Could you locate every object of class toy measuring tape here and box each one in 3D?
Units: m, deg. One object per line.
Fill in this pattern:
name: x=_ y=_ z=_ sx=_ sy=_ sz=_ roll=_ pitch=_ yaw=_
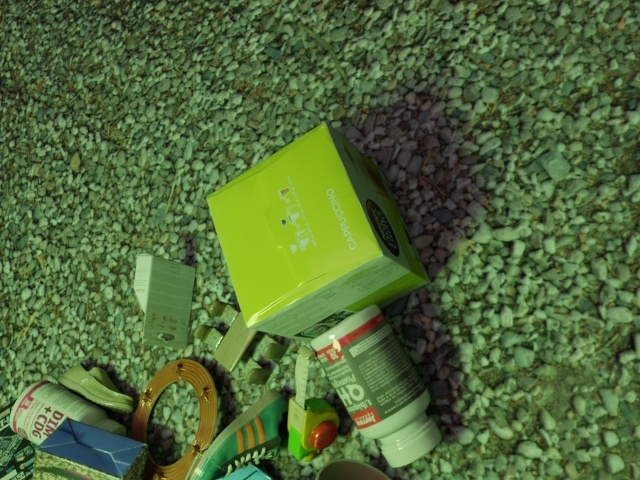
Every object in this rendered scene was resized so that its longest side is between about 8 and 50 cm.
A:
toy measuring tape: x=-0.009 y=0.369 z=1.455 sx=0.121 sy=0.121 sz=0.330 roll=21 pitch=120 yaw=30

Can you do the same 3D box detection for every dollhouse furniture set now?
dollhouse furniture set: x=-0.197 y=0.209 z=1.613 sx=0.212 sy=0.161 sz=0.242 roll=33 pitch=92 yaw=30

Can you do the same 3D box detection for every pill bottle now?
pill bottle: x=0.126 y=0.313 z=1.383 sx=0.176 sy=0.176 sz=0.319 roll=-33 pitch=83 yaw=16
pill bottle: x=-0.691 y=0.512 z=1.763 sx=0.283 sy=0.160 sz=0.161 roll=21 pitch=86 yaw=15

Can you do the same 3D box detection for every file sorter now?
file sorter: x=-0.222 y=0.578 z=1.513 sx=0.170 sy=0.104 sz=0.118 roll=31 pitch=103 yaw=19

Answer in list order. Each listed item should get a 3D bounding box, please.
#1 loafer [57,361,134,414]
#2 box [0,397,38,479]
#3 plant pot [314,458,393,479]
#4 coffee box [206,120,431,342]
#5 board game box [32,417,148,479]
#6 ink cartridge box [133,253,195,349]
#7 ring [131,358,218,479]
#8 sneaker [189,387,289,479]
loafer: x=-0.630 y=0.413 z=1.815 sx=0.268 sy=0.102 sz=0.092 roll=15 pitch=64 yaw=24
box: x=-0.883 y=0.623 z=1.834 sx=0.295 sy=0.073 sz=0.293 roll=-34 pitch=58 yaw=-18
plant pot: x=0.038 y=0.652 z=1.345 sx=0.256 sy=0.256 sz=0.274 roll=43 pitch=114 yaw=29
coffee box: x=0.000 y=0.000 z=1.470 sx=0.338 sy=0.334 sz=0.338 roll=-29 pitch=65 yaw=17
board game box: x=-0.584 y=0.633 z=1.606 sx=0.231 sy=0.141 sz=0.291 roll=15 pitch=110 yaw=7
ink cartridge box: x=-0.425 y=0.167 z=1.726 sx=0.066 sy=0.189 sz=0.233 roll=1 pitch=78 yaw=28
ring: x=-0.394 y=0.473 z=1.669 sx=0.336 sy=0.032 sz=0.337 roll=-20 pitch=57 yaw=34
sneaker: x=-0.162 y=0.472 z=1.473 sx=0.121 sy=0.302 sz=0.108 roll=40 pitch=138 yaw=14
